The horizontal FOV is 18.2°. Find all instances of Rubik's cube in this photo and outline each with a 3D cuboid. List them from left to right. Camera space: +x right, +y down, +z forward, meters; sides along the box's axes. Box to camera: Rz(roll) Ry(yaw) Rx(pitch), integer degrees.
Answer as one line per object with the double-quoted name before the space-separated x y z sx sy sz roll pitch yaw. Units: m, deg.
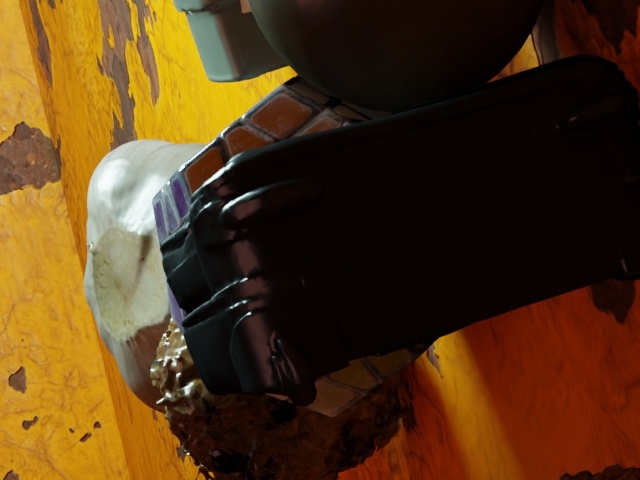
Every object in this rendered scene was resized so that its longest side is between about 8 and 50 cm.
"Rubik's cube" 0.000 0.000 1.827 0.264 0.319 0.319 50 160 -1

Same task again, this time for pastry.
"pastry" -0.045 0.143 2.068 0.193 0.274 0.275 -155 54 -74

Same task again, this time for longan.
"longan" 0.056 -0.229 1.537 0.258 0.258 0.258 167 90 -72

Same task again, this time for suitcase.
"suitcase" 0.066 0.004 1.494 0.339 0.345 0.188 145 106 -76

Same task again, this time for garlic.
"garlic" -0.132 0.030 2.279 0.317 0.259 0.317 -2 86 37

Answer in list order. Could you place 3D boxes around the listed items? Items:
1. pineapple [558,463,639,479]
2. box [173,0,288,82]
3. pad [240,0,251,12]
"pineapple" 0.247 0.218 1.480 0.161 0.137 0.176 52 -169 31
"box" -0.025 -0.231 1.841 0.148 0.210 0.129 -165 57 -73
"pad" 0.018 -0.296 1.710 0.004 0.232 0.156 0 -103 -67
